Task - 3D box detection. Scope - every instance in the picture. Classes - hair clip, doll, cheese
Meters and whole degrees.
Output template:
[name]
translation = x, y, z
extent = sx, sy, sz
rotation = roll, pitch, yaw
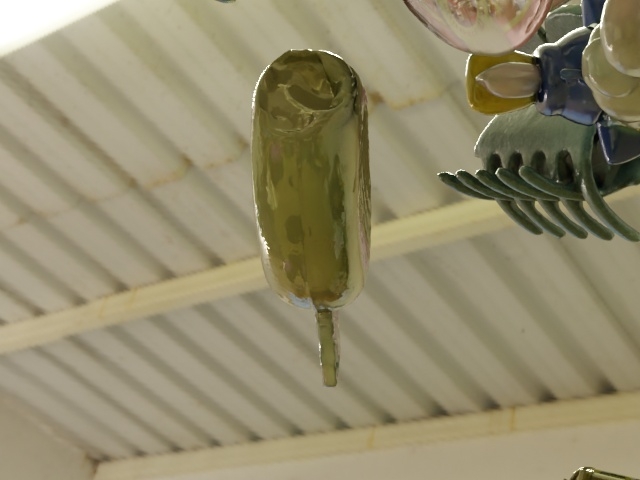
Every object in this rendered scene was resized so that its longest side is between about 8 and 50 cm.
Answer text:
[hair clip]
translation = 0.339, -0.143, 1.526
extent = 0.392, 0.238, 0.318
rotation = 31, -7, -20
[doll]
translation = 0.344, -0.190, 1.130
extent = 0.376, 0.187, 0.365
rotation = 18, -9, -27
[cheese]
translation = 0.000, 0.000, 0.679
extent = 0.064, 0.137, 0.227
rotation = 0, -51, 8

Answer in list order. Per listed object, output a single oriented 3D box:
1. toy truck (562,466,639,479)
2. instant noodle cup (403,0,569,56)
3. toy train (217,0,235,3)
[toy truck]
translation = 0.197, 0.166, 0.653
extent = 0.062, 0.052, 0.123
rotation = 26, -13, -23
[instant noodle cup]
translation = 0.182, -0.279, 0.792
extent = 0.255, 0.244, 0.244
rotation = -25, -31, -21
[toy train]
translation = -0.064, -0.372, 1.093
extent = 0.116, 0.177, 0.285
rotation = 21, -76, -3
